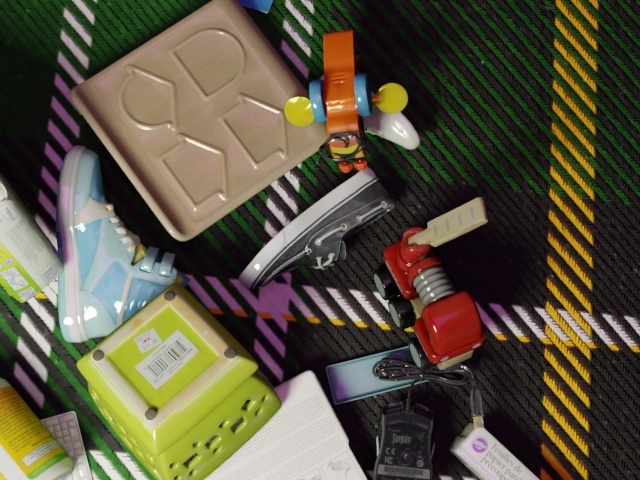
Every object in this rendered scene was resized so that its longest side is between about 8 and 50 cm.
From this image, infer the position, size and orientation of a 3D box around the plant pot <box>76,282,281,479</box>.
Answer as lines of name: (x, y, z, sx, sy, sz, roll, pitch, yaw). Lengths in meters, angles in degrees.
plant pot: (-0.217, 0.215, 1.380, 0.228, 0.207, 0.227, -40, 66, -18)

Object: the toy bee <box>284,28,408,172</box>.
toy bee: (0.031, -0.198, 1.510, 0.195, 0.162, 0.298, 12, 56, 22)

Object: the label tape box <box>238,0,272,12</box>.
label tape box: (-0.213, -0.584, 1.610, 0.348, 0.115, 0.249, 20, 78, -2)

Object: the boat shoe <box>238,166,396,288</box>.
boat shoe: (0.000, 0.000, 1.541, 0.301, 0.108, 0.102, -38, 85, -19)

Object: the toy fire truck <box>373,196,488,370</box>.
toy fire truck: (0.198, 0.061, 1.460, 0.159, 0.246, 0.217, -20, 63, -10)

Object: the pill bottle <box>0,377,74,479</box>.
pill bottle: (-0.504, 0.298, 1.395, 0.136, 0.136, 0.245, -40, 81, -12)

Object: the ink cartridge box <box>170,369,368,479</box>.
ink cartridge box: (-0.086, 0.392, 1.473, 0.296, 0.066, 0.261, -27, 84, -11)

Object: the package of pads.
package of pads: (-0.521, -0.076, 1.366, 0.101, 0.229, 0.296, -37, 61, -13)

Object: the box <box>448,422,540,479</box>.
box: (0.357, 0.437, 1.525, 0.324, 0.067, 0.063, 43, 78, 1)

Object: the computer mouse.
computer mouse: (0.177, 0.322, 1.499, 0.184, 0.060, 0.262, 0, 66, 2)

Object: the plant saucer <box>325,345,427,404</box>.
plant saucer: (0.107, 0.225, 1.554, 0.192, 0.018, 0.067, -13, 82, -9)

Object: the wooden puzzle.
wooden puzzle: (-0.197, -0.210, 1.567, 0.348, 0.080, 0.322, -36, 86, -17)

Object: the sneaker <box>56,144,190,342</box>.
sneaker: (-0.318, 0.003, 1.486, 0.208, 0.127, 0.319, -1, 90, -6)

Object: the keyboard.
keyboard: (-0.398, 0.406, 1.457, 0.072, 0.014, 0.256, -15, 82, -10)

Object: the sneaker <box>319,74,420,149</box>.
sneaker: (0.077, -0.215, 1.606, 0.212, 0.080, 0.094, 41, 84, 12)
